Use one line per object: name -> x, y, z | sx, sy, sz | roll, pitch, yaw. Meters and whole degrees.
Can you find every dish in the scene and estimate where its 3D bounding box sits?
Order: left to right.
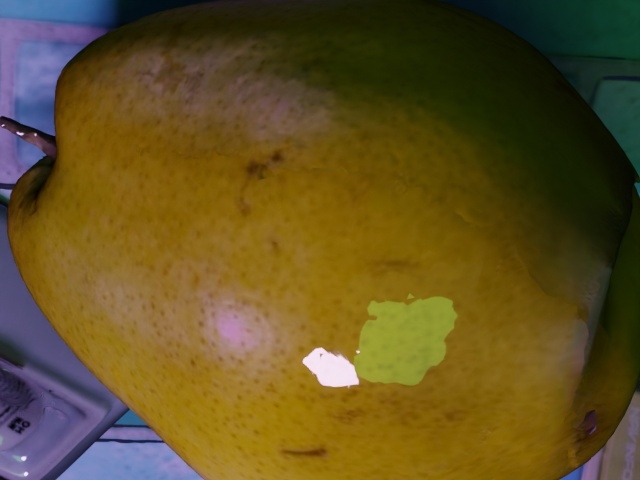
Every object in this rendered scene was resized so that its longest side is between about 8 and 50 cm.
dish -> -0.217, 0.072, 1.008 | 0.243, 0.080, 0.182 | 33, 117, -28

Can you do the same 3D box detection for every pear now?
pear -> 0.002, 0.012, 0.868 | 0.336, 0.285, 0.285 | -7, 127, 1

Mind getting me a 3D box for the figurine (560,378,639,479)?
figurine -> 0.250, 0.169, 1.108 | 0.262, 0.154, 0.180 | 10, 136, 7
